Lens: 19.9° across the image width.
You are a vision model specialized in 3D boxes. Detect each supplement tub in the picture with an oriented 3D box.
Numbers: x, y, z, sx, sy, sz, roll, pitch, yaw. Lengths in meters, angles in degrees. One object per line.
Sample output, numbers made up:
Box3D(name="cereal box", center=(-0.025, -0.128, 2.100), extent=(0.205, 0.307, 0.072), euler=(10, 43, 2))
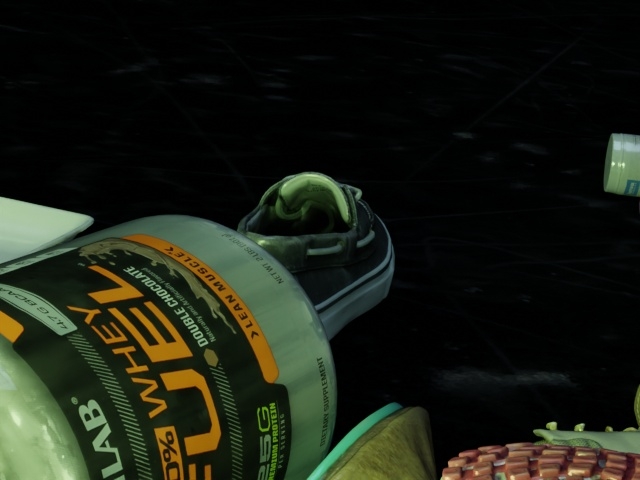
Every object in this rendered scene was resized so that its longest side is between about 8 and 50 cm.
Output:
Box3D(name="supplement tub", center=(-0.153, 0.113, 0.991), extent=(0.207, 0.207, 0.338), euler=(15, 19, 26))
Box3D(name="supplement tub", center=(0.380, -0.082, 2.076), extent=(0.107, 0.071, 0.071), euler=(6, 17, 3))

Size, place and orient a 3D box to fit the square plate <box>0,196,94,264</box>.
Box3D(name="square plate", center=(-0.409, 0.010, 1.516), extent=(0.347, 0.049, 0.344), euler=(10, 16, 12))

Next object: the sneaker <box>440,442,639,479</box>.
Box3D(name="sneaker", center=(0.116, 0.193, 0.959), extent=(0.121, 0.112, 0.299), euler=(0, 20, 12))

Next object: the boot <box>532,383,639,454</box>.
Box3D(name="boot", center=(0.211, 0.146, 1.247), extent=(0.165, 0.077, 0.213), euler=(1, 20, -12))

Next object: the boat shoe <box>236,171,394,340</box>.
Box3D(name="boat shoe", center=(0.000, 0.000, 1.575), extent=(0.121, 0.119, 0.335), euler=(9, 17, 8))

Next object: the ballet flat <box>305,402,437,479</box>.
Box3D(name="ballet flat", center=(0.003, 0.192, 0.985), extent=(0.124, 0.116, 0.342), euler=(35, 26, 18))
